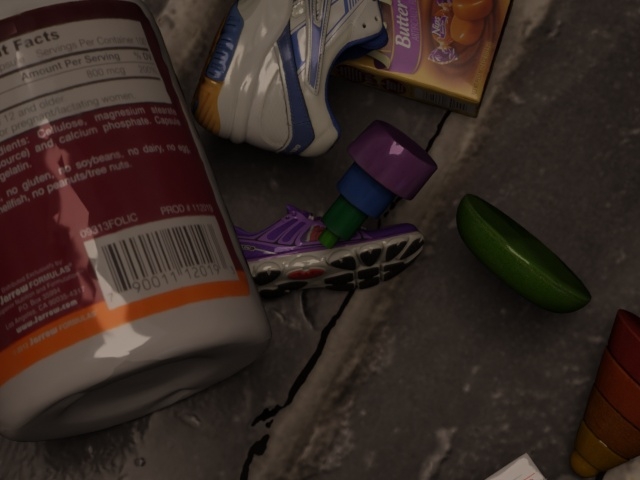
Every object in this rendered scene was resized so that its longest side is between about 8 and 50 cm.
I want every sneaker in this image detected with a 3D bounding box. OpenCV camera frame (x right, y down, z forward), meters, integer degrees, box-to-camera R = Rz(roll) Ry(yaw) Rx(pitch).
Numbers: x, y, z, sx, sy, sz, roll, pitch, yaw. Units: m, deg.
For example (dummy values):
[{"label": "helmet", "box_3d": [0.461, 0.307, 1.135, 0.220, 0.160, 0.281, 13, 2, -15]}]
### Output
[{"label": "sneaker", "box_3d": [0.000, 0.000, 1.395, 0.170, 0.068, 0.071, -5, 64, -3]}, {"label": "sneaker", "box_3d": [0.000, -0.207, 1.384, 0.131, 0.112, 0.296, 21, 83, -8]}]

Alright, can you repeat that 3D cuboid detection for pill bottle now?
[{"label": "pill bottle", "box_3d": [-0.206, -0.061, 1.331, 0.224, 0.224, 0.392, -20, 76, -4]}]

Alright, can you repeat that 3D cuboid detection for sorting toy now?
[{"label": "sorting toy", "box_3d": [0.146, 0.063, 1.339, 0.365, 0.127, 0.126, 38, 103, -5]}]

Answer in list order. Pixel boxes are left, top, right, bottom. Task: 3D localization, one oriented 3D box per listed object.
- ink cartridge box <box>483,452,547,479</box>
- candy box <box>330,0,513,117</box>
[{"label": "ink cartridge box", "box_3d": [0.147, 0.192, 1.331, 0.048, 0.083, 0.028, -33, 78, -7]}, {"label": "candy box", "box_3d": [0.060, -0.184, 1.444, 0.186, 0.053, 0.109, 16, 78, 7]}]
